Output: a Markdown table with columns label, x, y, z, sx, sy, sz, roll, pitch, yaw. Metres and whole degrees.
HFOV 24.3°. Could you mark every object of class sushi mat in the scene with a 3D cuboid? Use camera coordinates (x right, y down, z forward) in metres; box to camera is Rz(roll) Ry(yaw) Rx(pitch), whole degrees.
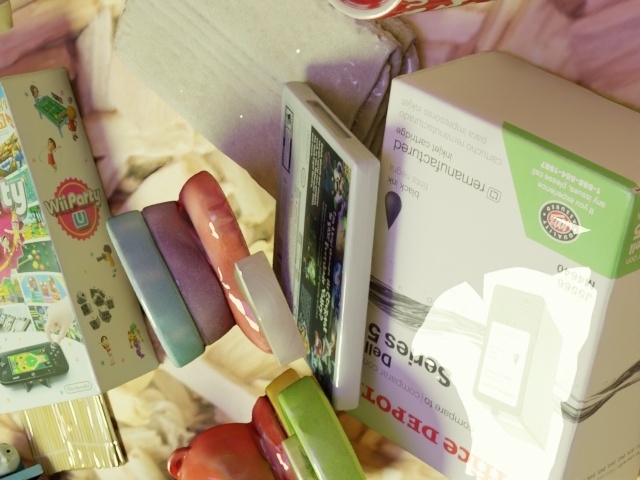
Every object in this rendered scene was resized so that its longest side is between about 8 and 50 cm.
| label | x | y | z | sx | sy | sz | roll | pitch | yaw |
| --- | --- | --- | --- | --- | --- | --- | --- | --- | --- |
| sushi mat | -0.295 | 0.093 | 1.540 | 0.151 | 0.019 | 0.316 | -12 | 97 | 46 |

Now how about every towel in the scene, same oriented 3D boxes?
| label | x | y | z | sx | sy | sz | roll | pitch | yaw |
| --- | --- | --- | --- | --- | --- | --- | --- | --- | --- |
| towel | -0.050 | -0.155 | 1.182 | 0.282 | 0.049 | 0.187 | 42 | 129 | 24 |

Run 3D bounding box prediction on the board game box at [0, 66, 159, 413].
| label | x | y | z | sx | sy | sz | roll | pitch | yaw |
| --- | --- | --- | --- | --- | --- | --- | --- | --- | --- |
| board game box | -0.305 | 0.009 | 1.441 | 0.224 | 0.097 | 0.303 | -14 | 95 | 36 |

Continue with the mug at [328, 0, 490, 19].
| label | x | y | z | sx | sy | sz | roll | pitch | yaw |
| --- | --- | --- | --- | --- | --- | --- | --- | --- | --- |
| mug | 0.074 | -0.216 | 0.946 | 0.113 | 0.169 | 0.150 | -12 | 97 | 47 |

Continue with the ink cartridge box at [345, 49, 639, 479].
| label | x | y | z | sx | sy | sz | roll | pitch | yaw |
| --- | --- | --- | --- | --- | --- | --- | --- | --- | --- |
| ink cartridge box | 0.136 | 0.035 | 1.019 | 0.198 | 0.115 | 0.273 | 30 | 125 | 35 |

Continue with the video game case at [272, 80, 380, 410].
| label | x | y | z | sx | sy | sz | roll | pitch | yaw |
| --- | --- | --- | --- | --- | --- | --- | --- | --- | --- |
| video game case | 0.000 | 0.000 | 1.084 | 0.173 | 0.022 | 0.190 | -126 | 37 | -60 |

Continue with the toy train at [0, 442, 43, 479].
| label | x | y | z | sx | sy | sz | roll | pitch | yaw |
| --- | --- | --- | --- | --- | --- | --- | --- | --- | --- |
| toy train | -0.353 | 0.282 | 1.616 | 0.105 | 0.080 | 0.184 | 61 | 147 | 12 |

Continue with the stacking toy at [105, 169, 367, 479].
| label | x | y | z | sx | sy | sz | roll | pitch | yaw |
| --- | --- | --- | --- | --- | --- | --- | --- | --- | --- |
| stacking toy | -0.075 | 0.116 | 1.127 | 0.309 | 0.130 | 0.279 | 66 | 174 | -14 |

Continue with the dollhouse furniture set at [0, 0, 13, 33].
| label | x | y | z | sx | sy | sz | roll | pitch | yaw |
| --- | --- | --- | --- | --- | --- | --- | --- | --- | --- |
| dollhouse furniture set | -0.317 | -0.252 | 1.404 | 0.182 | 0.101 | 0.161 | 51 | 158 | 18 |
